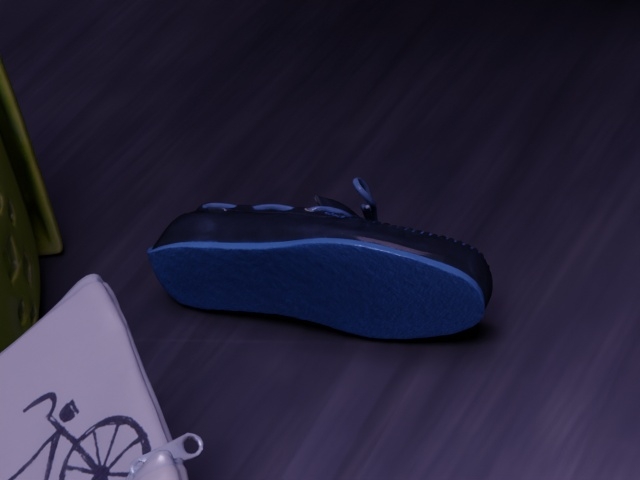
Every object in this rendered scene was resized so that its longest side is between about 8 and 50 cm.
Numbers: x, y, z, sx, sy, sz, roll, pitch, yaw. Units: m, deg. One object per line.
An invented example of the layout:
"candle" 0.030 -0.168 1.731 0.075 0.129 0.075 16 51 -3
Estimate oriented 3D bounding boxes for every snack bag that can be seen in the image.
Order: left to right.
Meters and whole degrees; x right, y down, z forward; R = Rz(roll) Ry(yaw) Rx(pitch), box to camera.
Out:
"snack bag" -0.186 0.208 0.656 0.323 0.037 0.342 -38 47 11

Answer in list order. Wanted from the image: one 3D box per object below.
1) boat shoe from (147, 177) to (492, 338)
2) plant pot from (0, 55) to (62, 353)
"boat shoe" 0.000 0.000 0.891 0.258 0.109 0.089 10 44 21
"plant pot" -0.322 -0.023 0.914 0.227 0.228 0.207 -2 36 12
